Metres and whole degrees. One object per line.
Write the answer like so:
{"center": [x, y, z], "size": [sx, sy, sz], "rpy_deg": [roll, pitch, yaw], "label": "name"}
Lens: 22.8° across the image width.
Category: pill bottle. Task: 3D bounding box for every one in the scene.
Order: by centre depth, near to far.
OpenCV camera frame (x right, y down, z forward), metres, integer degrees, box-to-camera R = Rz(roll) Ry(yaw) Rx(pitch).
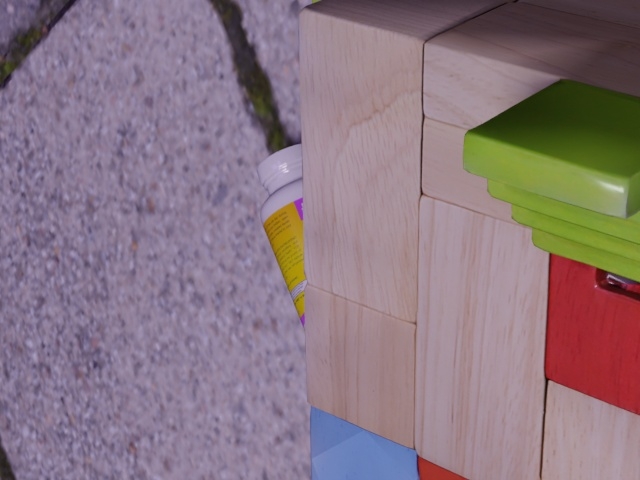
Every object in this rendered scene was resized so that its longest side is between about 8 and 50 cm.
{"center": [0.000, 0.000, 0.705], "size": [0.043, 0.043, 0.083], "rpy_deg": [-38, 69, 44], "label": "pill bottle"}

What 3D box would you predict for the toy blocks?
{"center": [0.134, 0.067, 0.491], "size": [0.381, 0.191, 0.261], "rpy_deg": [20, 124, 35], "label": "toy blocks"}
